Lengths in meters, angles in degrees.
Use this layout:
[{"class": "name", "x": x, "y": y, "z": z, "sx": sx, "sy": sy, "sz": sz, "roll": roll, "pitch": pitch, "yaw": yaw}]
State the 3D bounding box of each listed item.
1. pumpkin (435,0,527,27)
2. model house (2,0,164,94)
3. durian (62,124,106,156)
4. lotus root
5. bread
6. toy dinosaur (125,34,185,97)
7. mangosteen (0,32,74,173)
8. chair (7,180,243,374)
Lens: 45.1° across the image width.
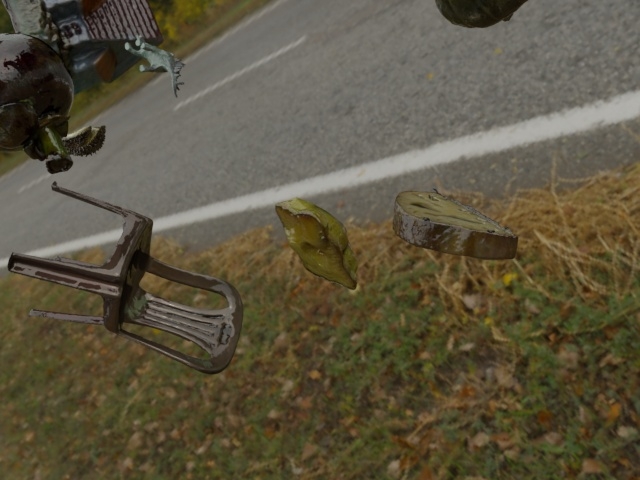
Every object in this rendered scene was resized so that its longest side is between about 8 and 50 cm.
[{"class": "pumpkin", "x": 0.363, "y": -0.547, "z": 1.620, "sx": 0.260, "sy": 0.189, "sz": 0.260, "roll": -32, "pitch": 22, "yaw": 15}, {"class": "model house", "x": -0.553, "y": -0.557, "z": 1.846, "sx": 0.339, "sy": 0.360, "sz": 0.297, "roll": -22, "pitch": -17, "yaw": -9}, {"class": "durian", "x": -0.589, "y": -0.241, "z": 1.902, "sx": 0.140, "sy": 0.071, "sz": 0.110, "roll": -8, "pitch": 7, "yaw": 19}, {"class": "lotus root", "x": 0.222, "y": -0.029, "z": 1.429, "sx": 0.261, "sy": 0.170, "sz": 0.074, "roll": -138, "pitch": 53, "yaw": -59}, {"class": "bread", "x": 0.000, "y": 0.000, "z": 1.669, "sx": 0.161, "sy": 0.233, "sz": 0.088, "roll": 13, "pitch": 58, "yaw": 37}, {"class": "toy dinosaur", "x": -0.274, "y": -0.307, "z": 1.335, "sx": 0.039, "sy": 0.082, "sz": 0.209, "roll": -60, "pitch": 44, "yaw": 25}, {"class": "mangosteen", "x": -0.542, "y": -0.235, "z": 1.402, "sx": 0.231, "sy": 0.289, "sz": 0.231, "roll": -35, "pitch": -4, "yaw": -3}, {"class": "chair", "x": -0.273, "y": 0.067, "z": 1.172, "sx": 0.183, "sy": 0.327, "sz": 0.175, "roll": 107, "pitch": 176, "yaw": -50}]
